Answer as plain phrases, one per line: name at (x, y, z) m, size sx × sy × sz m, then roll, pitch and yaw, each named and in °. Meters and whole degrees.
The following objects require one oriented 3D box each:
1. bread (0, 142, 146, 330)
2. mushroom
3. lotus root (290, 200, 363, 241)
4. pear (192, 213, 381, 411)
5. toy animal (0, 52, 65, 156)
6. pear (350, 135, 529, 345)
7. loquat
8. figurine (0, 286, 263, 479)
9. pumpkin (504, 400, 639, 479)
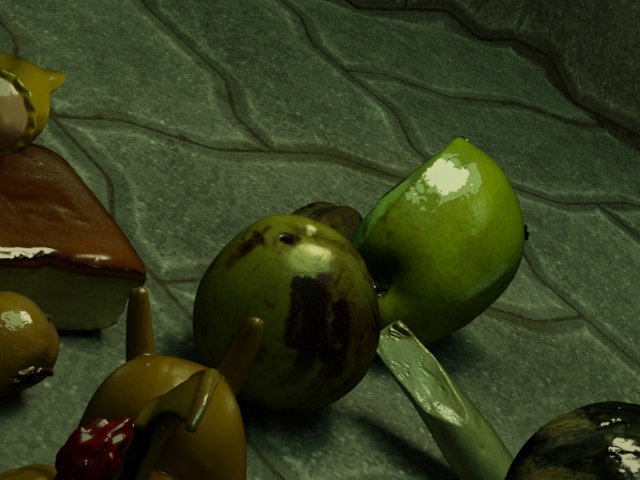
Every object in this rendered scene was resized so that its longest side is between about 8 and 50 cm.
bread at (-0.455, -0.016, 1.910) m, size 0.323 × 0.143 × 0.333 m, roll 4°, pitch 33°, yaw -43°
mushroom at (0.193, 0.263, 1.983) m, size 0.333 × 0.087 × 0.107 m, roll 53°, pitch -3°, yaw 1°
lotus root at (0.000, 0.000, 2.368) m, size 0.124 × 0.123 × 0.241 m, roll 18°, pitch 17°, yaw 22°
pear at (-0.043, 0.104, 1.946) m, size 0.283 × 0.284 × 0.283 m, roll 22°, pitch 25°, yaw -11°
toy animal at (-0.459, -0.195, 1.932) m, size 0.156 × 0.156 × 0.230 m, roll 23°, pitch 25°, yaw -9°
pear at (0.167, 0.049, 2.247) m, size 0.238 × 0.342 × 0.318 m, roll 40°, pitch 50°, yaw 12°
loquat at (-0.396, 0.128, 1.699) m, size 0.141 × 0.141 × 0.141 m, roll 22°, pitch 25°, yaw -11°
figurine at (-0.183, 0.250, 1.433) m, size 0.268 × 0.401 × 0.387 m, roll 44°, pitch 28°, yaw -11°
pumpkin at (0.418, 0.409, 1.713) m, size 0.454 × 0.344 × 0.454 m, roll 30°, pitch 28°, yaw -17°
